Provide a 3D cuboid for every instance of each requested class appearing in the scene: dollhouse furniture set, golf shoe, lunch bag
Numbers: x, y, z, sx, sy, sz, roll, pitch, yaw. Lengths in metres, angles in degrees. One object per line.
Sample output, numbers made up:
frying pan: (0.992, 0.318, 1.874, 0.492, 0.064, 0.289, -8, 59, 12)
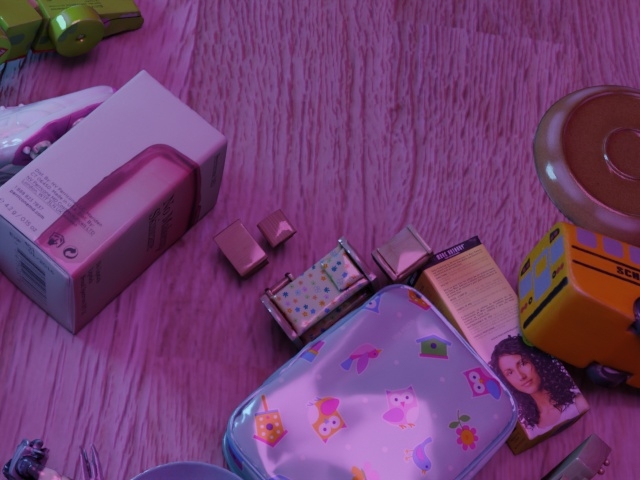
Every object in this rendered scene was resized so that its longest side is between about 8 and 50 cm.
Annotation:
dollhouse furniture set: (0.000, 0.000, 1.294, 0.182, 0.101, 0.161, -37, 73, -4)
golf shoe: (-0.358, -0.108, 1.314, 0.306, 0.115, 0.140, -32, 67, -24)
dollhouse furniture set: (0.249, 0.307, 1.189, 0.123, 0.144, 0.151, 43, 39, 8)
lunch bag: (0.051, 0.201, 1.225, 0.279, 0.108, 0.224, -38, 79, -24)

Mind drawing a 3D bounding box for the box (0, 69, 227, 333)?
box: (-0.224, -0.040, 1.280, 0.127, 0.148, 0.232, 40, 63, 11)

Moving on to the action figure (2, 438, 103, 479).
action figure: (-0.307, 0.276, 1.122, 0.285, 0.099, 0.185, -1, 64, -9)

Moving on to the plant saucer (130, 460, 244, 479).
plant saucer: (-0.130, 0.311, 1.154, 0.195, 0.037, 0.195, -3, 68, 8)

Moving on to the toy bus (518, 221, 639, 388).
toy bus: (0.386, 0.099, 1.315, 0.333, 0.108, 0.130, 18, 46, -14)

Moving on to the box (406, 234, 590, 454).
box: (0.193, 0.112, 1.327, 0.087, 0.058, 0.232, -24, 68, -22)

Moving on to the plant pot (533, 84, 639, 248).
plant pot: (0.382, -0.101, 1.491, 0.236, 0.032, 0.236, 5, 62, -9)

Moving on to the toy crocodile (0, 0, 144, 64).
toy crocodile: (-0.355, -0.249, 1.380, 0.340, 0.105, 0.115, -21, 68, -42)
